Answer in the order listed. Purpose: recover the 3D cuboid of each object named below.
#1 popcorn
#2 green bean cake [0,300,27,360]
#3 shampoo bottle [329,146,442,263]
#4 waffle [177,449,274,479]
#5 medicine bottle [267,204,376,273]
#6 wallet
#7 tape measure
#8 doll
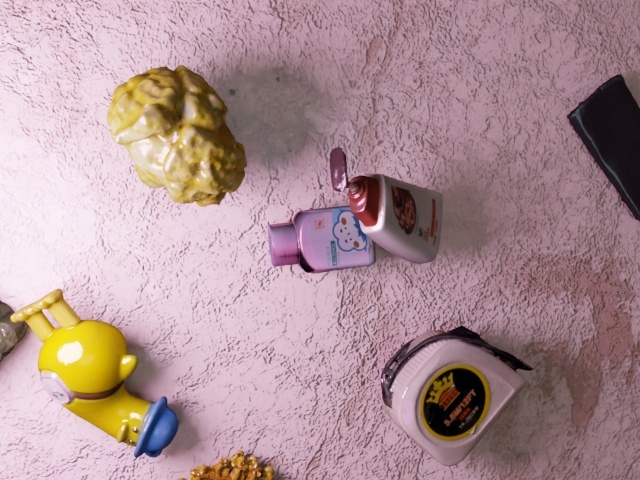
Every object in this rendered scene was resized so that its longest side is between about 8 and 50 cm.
[{"bbox_3d":[-0.234,-0.170,1.028,0.256,0.255,0.195,43,85,-4],"label":"popcorn"},{"bbox_3d":[-0.632,0.164,1.061,0.185,0.094,0.183,-45,102,1],"label":"green bean cake"},{"bbox_3d":[0.117,-0.065,1.110,0.284,0.071,0.153,27,66,-43],"label":"shampoo bottle"},{"bbox_3d":[-0.180,0.524,1.190,0.232,0.051,0.228,-25,98,-9],"label":"waffle"},{"bbox_3d":[0.000,0.000,1.160,0.188,0.094,0.119,-7,93,-10],"label":"medicine bottle"},{"bbox_3d":[0.641,-0.193,1.299,0.146,0.030,0.285,-39,99,-3],"label":"wallet"},{"bbox_3d":[0.249,0.267,1.215,0.271,0.133,0.231,-45,108,-6],"label":"tape measure"},{"bbox_3d":[-0.390,0.249,1.097,0.199,0.145,0.363,-23,109,24],"label":"doll"}]
